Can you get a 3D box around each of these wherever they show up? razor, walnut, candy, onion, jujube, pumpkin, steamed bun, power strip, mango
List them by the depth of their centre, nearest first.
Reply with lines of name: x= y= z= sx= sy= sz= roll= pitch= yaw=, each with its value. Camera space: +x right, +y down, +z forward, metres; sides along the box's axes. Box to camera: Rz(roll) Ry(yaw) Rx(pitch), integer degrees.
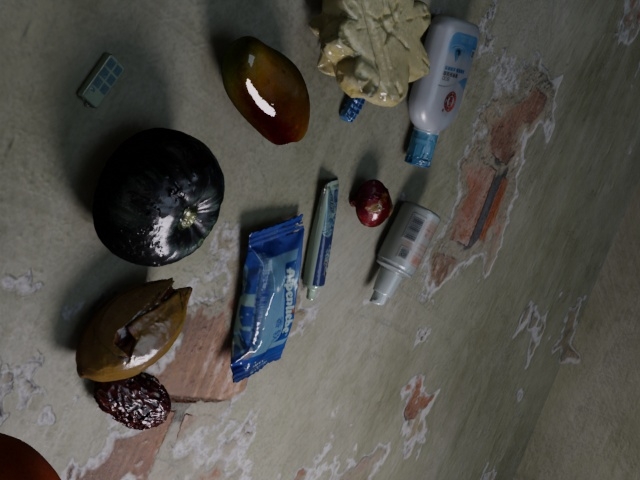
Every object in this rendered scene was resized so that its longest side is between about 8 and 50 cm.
power strip: x=-0.340 y=-0.248 z=1.530 sx=0.090 sy=0.016 sz=0.040 roll=-58 pitch=145 yaw=-12
pumpkin: x=-0.264 y=-0.068 z=1.607 sx=0.233 sy=0.163 sz=0.233 roll=-41 pitch=149 yaw=-31
walnut: x=-0.318 y=0.153 z=1.701 sx=0.245 sy=0.137 sz=0.137 roll=-39 pitch=137 yaw=-29
mango: x=-0.095 y=-0.272 z=1.757 sx=0.133 sy=0.111 sz=0.267 roll=-44 pitch=144 yaw=-4
jujube: x=-0.342 y=0.288 z=1.779 sx=0.166 sy=0.104 sz=0.104 roll=32 pitch=83 yaw=-42
steamed bun: x=0.094 y=-0.397 z=1.909 sx=0.292 sy=0.137 sz=0.295 roll=21 pitch=74 yaw=-43
candy: x=-0.106 y=0.117 z=2.005 sx=0.187 sy=0.077 sz=0.331 roll=-19 pitch=125 yaw=-55
razor: x=0.110 y=-0.358 z=2.038 sx=0.082 sy=0.042 sz=0.253 roll=29 pitch=88 yaw=-46
onion: x=0.111 y=-0.081 z=2.162 sx=0.107 sy=0.097 sz=0.107 roll=0 pitch=90 yaw=-86

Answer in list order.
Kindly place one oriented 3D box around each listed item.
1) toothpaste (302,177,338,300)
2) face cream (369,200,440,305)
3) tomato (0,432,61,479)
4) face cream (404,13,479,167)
toothpaste: x=0.001 y=0.000 z=2.104 sx=0.069 sy=0.047 sz=0.268 roll=-2 pitch=107 yaw=-39
face cream: x=0.186 y=0.038 z=2.317 sx=0.101 sy=0.101 sz=0.251 roll=31 pitch=85 yaw=-55
tomato: x=-0.521 y=0.438 z=1.464 sx=0.321 sy=0.321 sz=0.321 roll=-30 pitch=131 yaw=-41
face cream: x=0.262 y=-0.331 z=2.221 sx=0.163 sy=0.080 sz=0.336 roll=1 pitch=108 yaw=-52
